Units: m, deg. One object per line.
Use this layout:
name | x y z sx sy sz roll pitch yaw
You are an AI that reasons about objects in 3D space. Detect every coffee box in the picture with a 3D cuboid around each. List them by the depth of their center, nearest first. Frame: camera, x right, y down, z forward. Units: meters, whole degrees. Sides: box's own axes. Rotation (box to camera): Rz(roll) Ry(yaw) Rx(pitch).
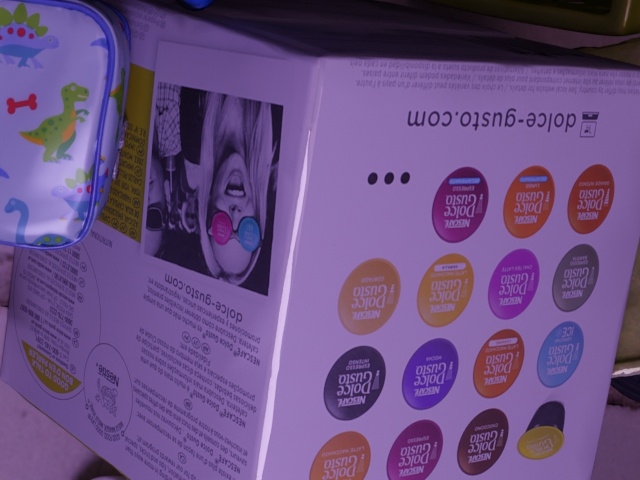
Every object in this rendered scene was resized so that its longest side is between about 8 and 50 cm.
coffee box | 0.000 0.000 1.117 0.337 0.338 0.334 -3 108 -40

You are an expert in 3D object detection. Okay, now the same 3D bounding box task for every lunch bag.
lunch bag | -0.236 -0.092 0.974 0.219 0.090 0.176 8 102 -2

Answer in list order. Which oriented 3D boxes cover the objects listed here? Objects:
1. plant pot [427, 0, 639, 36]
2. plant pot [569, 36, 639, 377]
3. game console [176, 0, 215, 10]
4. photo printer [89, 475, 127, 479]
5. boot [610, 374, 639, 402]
plant pot | 0.239 -0.305 1.303 0.207 0.228 0.227 -10 112 -46
plant pot | 0.238 -0.038 1.267 0.276 0.276 0.254 -16 98 -37
game console | -0.116 -0.338 0.973 0.173 0.250 0.293 -32 127 -10
photo printer | -0.054 0.293 1.203 0.256 0.307 0.107 30 84 -41
boot | 0.423 -0.090 1.596 0.445 0.146 0.367 -46 139 -16
